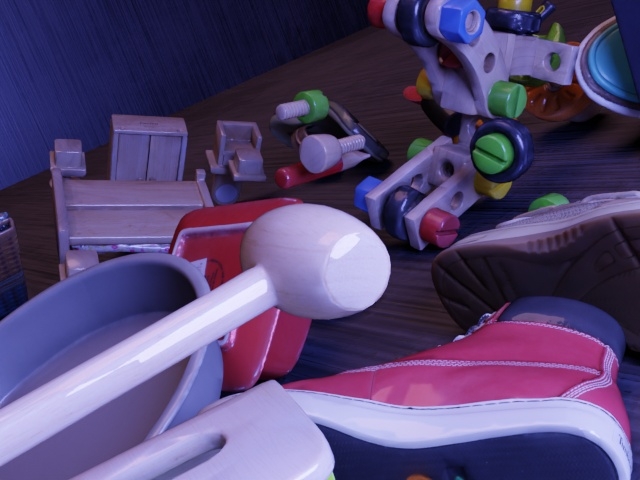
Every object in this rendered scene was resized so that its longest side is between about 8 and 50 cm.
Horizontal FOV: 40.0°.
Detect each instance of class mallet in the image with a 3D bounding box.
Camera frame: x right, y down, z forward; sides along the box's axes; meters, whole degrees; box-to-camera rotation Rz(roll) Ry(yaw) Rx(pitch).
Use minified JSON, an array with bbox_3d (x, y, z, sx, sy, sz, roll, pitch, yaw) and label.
[{"bbox_3d":[0.193,-0.208,1.026,0.189,0.039,0.062,-51,45,7],"label":"mallet"}]

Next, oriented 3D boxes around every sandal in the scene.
[{"bbox_3d":[0.002,-0.141,1.324,0.086,0.120,0.303,-55,24,-12],"label":"sandal"}]

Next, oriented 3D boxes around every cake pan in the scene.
[{"bbox_3d":[-0.188,0.128,0.619,0.293,0.054,0.293,-24,32,16],"label":"cake pan"}]

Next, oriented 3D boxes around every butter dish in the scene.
[{"bbox_3d":[-0.058,0.057,0.734,0.160,0.118,0.160,-4,65,42],"label":"butter dish"}]

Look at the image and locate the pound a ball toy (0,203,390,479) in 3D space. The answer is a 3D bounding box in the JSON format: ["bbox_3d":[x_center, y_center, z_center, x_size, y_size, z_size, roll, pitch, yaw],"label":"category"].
[{"bbox_3d":[-0.105,0.132,0.371,0.319,0.208,0.136,-26,18,-15],"label":"pound a ball toy"}]

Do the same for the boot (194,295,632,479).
[{"bbox_3d":[0.056,0.093,0.527,0.244,0.088,0.176,-6,20,19],"label":"boot"}]

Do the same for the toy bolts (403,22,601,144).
[{"bbox_3d":[0.226,-0.157,1.115,0.229,0.159,0.218,21,84,52],"label":"toy bolts"}]

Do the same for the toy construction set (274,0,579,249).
[{"bbox_3d":[0.129,-0.131,0.927,0.309,0.257,0.237,-11,8,45],"label":"toy construction set"}]

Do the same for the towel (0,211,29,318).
[{"bbox_3d":[-0.531,0.104,1.042,0.370,0.040,0.271,-28,-14,-25],"label":"towel"}]

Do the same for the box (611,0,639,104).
[{"bbox_3d":[0.370,-0.182,0.797,0.108,0.207,0.153,-27,18,-21],"label":"box"}]

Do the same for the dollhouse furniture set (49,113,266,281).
[{"bbox_3d":[-0.199,-0.004,1.168,0.304,0.173,0.355,-1,37,-19],"label":"dollhouse furniture set"}]

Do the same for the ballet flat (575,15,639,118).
[{"bbox_3d":[0.463,-0.213,0.975,0.401,0.139,0.139,-17,16,-3],"label":"ballet flat"}]

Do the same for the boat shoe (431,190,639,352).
[{"bbox_3d":[0.206,0.013,0.566,0.098,0.109,0.302,-33,15,-33],"label":"boat shoe"}]
